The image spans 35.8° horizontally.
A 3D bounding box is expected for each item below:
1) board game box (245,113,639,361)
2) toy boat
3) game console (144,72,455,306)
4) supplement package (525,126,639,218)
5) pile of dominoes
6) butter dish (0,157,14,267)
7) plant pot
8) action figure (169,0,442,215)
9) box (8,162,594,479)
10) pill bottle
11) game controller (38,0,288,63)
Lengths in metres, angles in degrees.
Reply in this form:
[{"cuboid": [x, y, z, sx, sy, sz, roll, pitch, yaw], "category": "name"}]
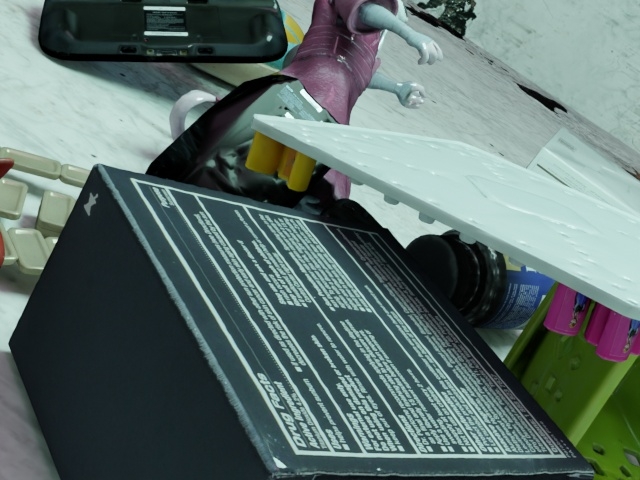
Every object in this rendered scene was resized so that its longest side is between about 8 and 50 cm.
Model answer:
[{"cuboid": [0.185, -0.013, 0.913, 0.390, 0.050, 0.390, 29, 18, 33], "category": "board game box"}, {"cuboid": [-0.082, -0.279, 1.470, 0.267, 0.148, 0.318, 16, 28, -35], "category": "toy boat"}, {"cuboid": [0.000, 0.000, 1.049, 0.361, 0.044, 0.213, 46, 63, -6], "category": "game console"}, {"cuboid": [0.446, -0.069, 1.736, 0.204, 0.145, 0.262, 37, 23, 9], "category": "supplement package"}, {"cuboid": [-0.288, -0.023, 0.871, 0.251, 0.040, 0.196, 15, 28, -18], "category": "pile of dominoes"}, {"cuboid": [-0.277, 0.029, 0.649, 0.118, 0.160, 0.160, 61, 27, 5], "category": "butter dish"}, {"cuboid": [0.343, 0.147, 1.088, 0.227, 0.228, 0.207, 22, 18, -22], "category": "plant pot"}, {"cuboid": [0.005, -0.210, 1.254, 0.275, 0.370, 0.248, 17, -21, 4], "category": "action figure"}, {"cuboid": [-0.025, 0.118, 0.710, 0.294, 0.183, 0.296, 13, 28, -41], "category": "box"}, {"cuboid": [0.201, 0.048, 1.215, 0.219, 0.123, 0.123, 6, 34, -44], "category": "pill bottle"}, {"cuboid": [-0.204, -0.283, 1.298, 0.319, 0.067, 0.167, -1, 48, -10], "category": "game controller"}]
